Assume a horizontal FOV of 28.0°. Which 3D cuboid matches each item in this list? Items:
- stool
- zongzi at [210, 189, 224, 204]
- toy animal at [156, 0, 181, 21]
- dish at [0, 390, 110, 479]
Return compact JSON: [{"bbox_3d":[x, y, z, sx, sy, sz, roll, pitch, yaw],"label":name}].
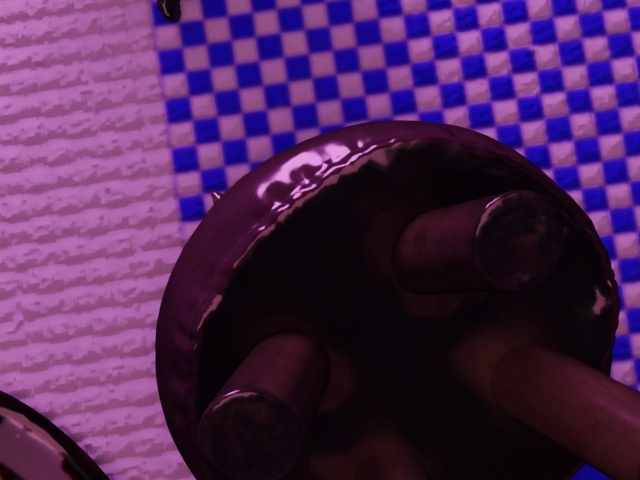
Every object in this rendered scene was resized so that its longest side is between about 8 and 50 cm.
[{"bbox_3d":[0.055,0.081,0.675,0.272,0.178,0.272,-3,105,-11],"label":"stool"},{"bbox_3d":[0.000,0.000,0.782,0.104,0.052,0.113,-22,74,-9],"label":"zongzi"},{"bbox_3d":[-0.101,-0.235,0.773,0.232,0.084,0.148,35,74,-12],"label":"toy animal"},{"bbox_3d":[-0.227,0.202,0.685,0.303,0.303,0.120,37,118,2],"label":"dish"}]
